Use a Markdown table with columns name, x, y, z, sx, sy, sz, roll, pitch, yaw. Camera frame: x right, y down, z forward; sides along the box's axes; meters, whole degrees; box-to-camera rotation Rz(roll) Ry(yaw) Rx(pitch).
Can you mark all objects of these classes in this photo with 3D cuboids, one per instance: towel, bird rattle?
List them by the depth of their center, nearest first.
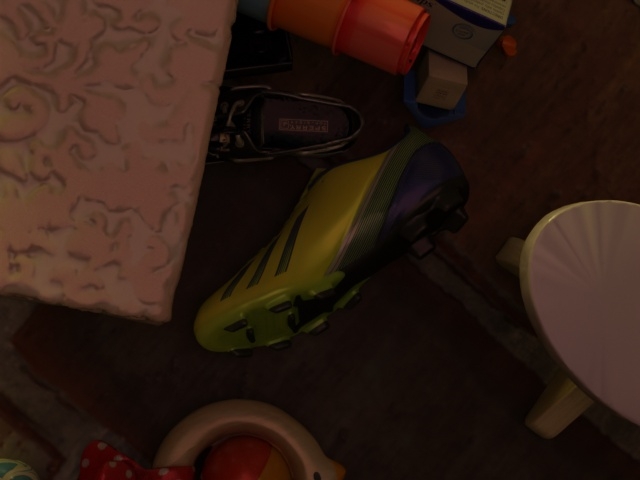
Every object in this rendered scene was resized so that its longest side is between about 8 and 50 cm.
| name | x | y | z | sx | sy | sz | roll | pitch | yaw |
| --- | --- | --- | --- | --- | --- | --- | --- | --- | --- |
| towel | -0.252 | -0.109 | 1.390 | 0.331 | 0.053 | 0.317 | 12 | 85 | -8 |
| bird rattle | -0.092 | 0.239 | 1.505 | 0.253 | 0.143 | 0.207 | 32 | 71 | 5 |

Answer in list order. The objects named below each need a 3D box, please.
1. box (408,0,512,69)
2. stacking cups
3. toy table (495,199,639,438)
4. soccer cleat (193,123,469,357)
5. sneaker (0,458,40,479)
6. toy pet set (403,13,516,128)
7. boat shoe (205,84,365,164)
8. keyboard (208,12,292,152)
| name | x | y | z | sx | sy | sz | roll | pitch | yaw |
| --- | --- | --- | --- | --- | --- | --- | --- | --- | --- |
| box | 0.113 | -0.247 | 1.534 | 0.126 | 0.072 | 0.137 | 23 | 55 | -9 |
| stacking cups | -0.060 | -0.229 | 1.468 | 0.316 | 0.096 | 0.096 | 26 | 83 | 11 |
| toy table | 0.285 | 0.073 | 1.537 | 0.252 | 0.161 | 0.274 | -44 | 96 | -9 |
| soccer cleat | 0.001 | 0.000 | 1.538 | 0.289 | 0.093 | 0.121 | -33 | 64 | -6 |
| sneaker | -0.342 | 0.274 | 1.452 | 0.237 | 0.086 | 0.085 | -40 | 97 | -8 |
| toy pet set | 0.116 | -0.165 | 1.577 | 0.122 | 0.065 | 0.114 | 12 | 51 | -13 |
| boat shoe | -0.069 | -0.109 | 1.522 | 0.219 | 0.070 | 0.078 | -3 | 89 | -11 |
| keyboard | -0.180 | -0.147 | 1.482 | 0.317 | 0.033 | 0.202 | -7 | 59 | -6 |
